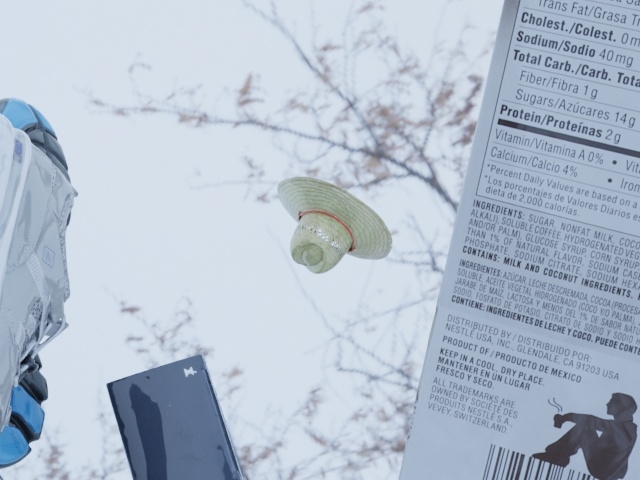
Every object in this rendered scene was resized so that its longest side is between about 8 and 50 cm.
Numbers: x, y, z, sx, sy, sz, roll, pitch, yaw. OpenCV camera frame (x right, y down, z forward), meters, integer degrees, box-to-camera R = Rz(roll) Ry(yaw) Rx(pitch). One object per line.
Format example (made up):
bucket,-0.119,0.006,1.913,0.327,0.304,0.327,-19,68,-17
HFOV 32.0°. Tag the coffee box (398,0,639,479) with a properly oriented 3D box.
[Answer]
coffee box,0.135,-0.027,0.503,0.168,0.119,0.297,-32,-45,-67

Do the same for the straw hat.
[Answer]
straw hat,0.000,0.000,1.131,0.144,0.144,0.061,42,-114,-24

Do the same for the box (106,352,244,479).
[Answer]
box,-0.155,0.229,1.220,0.108,0.207,0.153,-17,-109,-10

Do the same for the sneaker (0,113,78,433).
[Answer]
sneaker,-0.206,0.058,0.722,0.115,0.105,0.281,33,-124,-47

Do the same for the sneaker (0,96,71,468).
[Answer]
sneaker,-0.323,0.032,1.022,0.125,0.140,0.341,28,-116,-57

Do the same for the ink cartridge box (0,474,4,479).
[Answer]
ink cartridge box,-0.506,0.251,1.154,0.270,0.151,0.395,52,-154,5
